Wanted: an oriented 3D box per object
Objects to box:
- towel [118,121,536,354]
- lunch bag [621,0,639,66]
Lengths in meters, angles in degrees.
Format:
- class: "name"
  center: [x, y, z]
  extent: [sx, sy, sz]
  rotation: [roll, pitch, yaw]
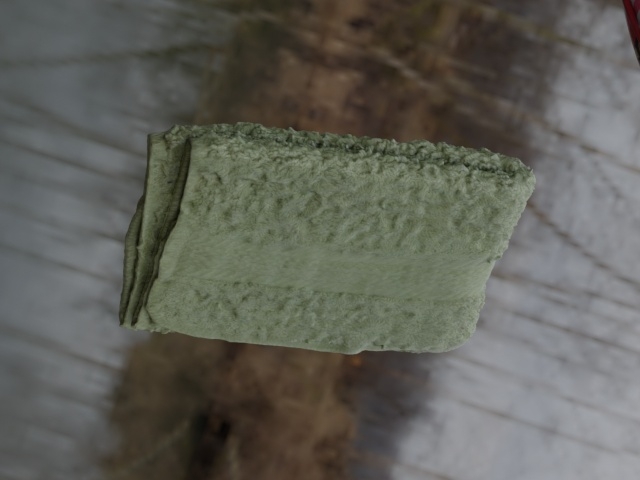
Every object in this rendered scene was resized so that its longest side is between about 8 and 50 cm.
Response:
- class: "towel"
  center: [0.000, 0.000, 0.733]
  extent: [0.110, 0.148, 0.027]
  rotation: [109, -20, -44]
- class: "lunch bag"
  center: [0.314, -0.120, 1.491]
  extent: [0.293, 0.120, 0.258]
  rotation: [50, 24, -52]
